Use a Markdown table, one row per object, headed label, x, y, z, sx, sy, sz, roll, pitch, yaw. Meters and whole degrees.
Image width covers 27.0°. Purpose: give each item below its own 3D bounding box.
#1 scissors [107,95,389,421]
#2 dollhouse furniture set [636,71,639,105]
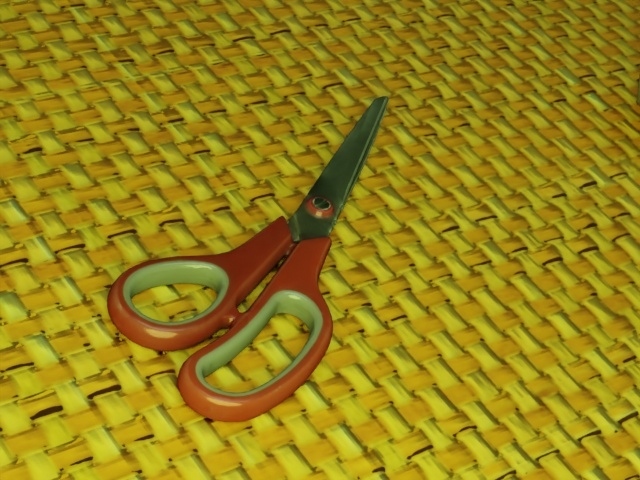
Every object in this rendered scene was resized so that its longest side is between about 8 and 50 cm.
| label | x | y | z | sx | sy | sz | roll | pitch | yaw |
| --- | --- | --- | --- | --- | --- | --- | --- | --- | --- |
| scissors | 0.000 | 0.000 | 0.746 | 0.109 | 0.021 | 0.297 | 31 | 40 | 18 |
| dollhouse furniture set | 0.418 | -0.172 | 0.865 | 0.286 | 0.198 | 0.303 | 35 | 73 | 18 |
